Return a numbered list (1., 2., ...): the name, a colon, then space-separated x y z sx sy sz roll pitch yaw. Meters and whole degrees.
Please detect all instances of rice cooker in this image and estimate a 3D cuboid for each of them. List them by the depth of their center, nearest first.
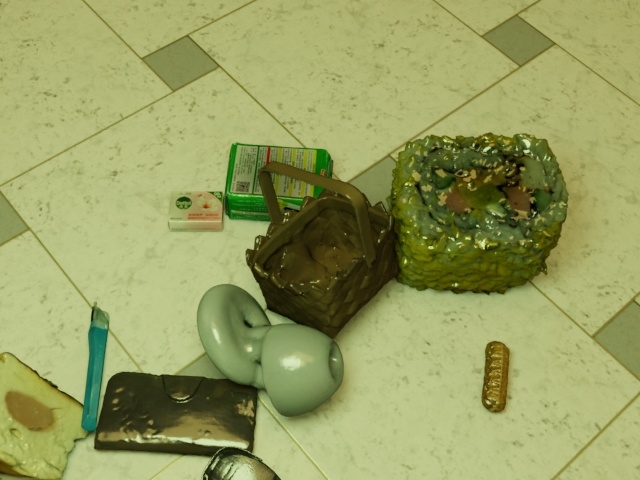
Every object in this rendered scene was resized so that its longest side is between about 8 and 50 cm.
1. rice cooker: -0.136 0.455 1.477 0.165 0.106 0.112 31 71 19

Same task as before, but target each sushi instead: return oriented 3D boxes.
1. sushi: 0.340 -0.075 1.778 0.396 0.240 0.351 0 58 0

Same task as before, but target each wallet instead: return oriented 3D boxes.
1. wallet: -0.280 0.343 1.582 0.309 0.042 0.165 4 58 -1

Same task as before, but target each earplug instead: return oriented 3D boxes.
1. earplug: -0.104 0.209 1.587 0.325 0.175 0.214 35 20 13

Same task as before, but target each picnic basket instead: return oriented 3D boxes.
1. picnic basket: 0.000 0.000 1.628 0.254 0.321 0.291 22 50 35

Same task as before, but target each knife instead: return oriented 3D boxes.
1. knife: -0.457 0.251 1.617 0.026 0.044 0.297 -31 43 27

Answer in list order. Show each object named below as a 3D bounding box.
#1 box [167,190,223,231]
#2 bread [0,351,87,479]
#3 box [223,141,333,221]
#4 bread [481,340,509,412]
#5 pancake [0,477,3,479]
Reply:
1. box: -0.286 -0.067 1.847 0.125 0.043 0.089 -1 57 -5
2. bread: -0.565 0.319 1.477 0.224 0.211 0.184 14 50 12
3. box: -0.099 -0.136 1.872 0.250 0.103 0.180 4 56 1
4. bread: 0.363 0.281 1.662 0.052 0.044 0.157 9 57 6
5. pancake: -0.689 0.479 1.455 0.212 0.056 0.257 -42 76 -16
